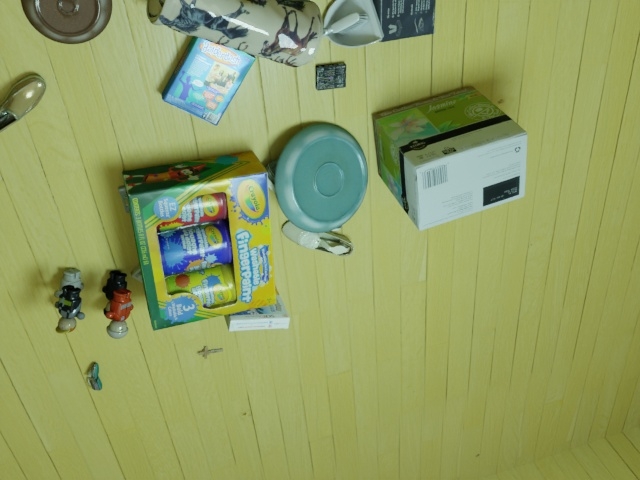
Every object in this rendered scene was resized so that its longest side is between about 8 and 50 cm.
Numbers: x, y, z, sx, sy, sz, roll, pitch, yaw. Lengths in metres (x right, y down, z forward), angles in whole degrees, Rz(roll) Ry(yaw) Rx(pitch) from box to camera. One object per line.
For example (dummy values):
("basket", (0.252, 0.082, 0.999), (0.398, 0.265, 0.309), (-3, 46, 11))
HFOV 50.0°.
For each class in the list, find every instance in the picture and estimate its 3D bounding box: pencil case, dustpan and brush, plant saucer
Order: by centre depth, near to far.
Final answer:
("plant saucer", (-0.578, -0.541, 1.568), (0.199, 0.036, 0.198), (-10, 126, -13))
("pencil case", (-0.204, -0.543, 1.627), (0.411, 0.183, 0.160), (11, 138, -26))
("dustpan and brush", (0.041, -0.547, 1.771), (0.211, 0.147, 0.060), (-18, 180, 31))
("plant saucer", (0.017, -0.174, 1.966), (0.318, 0.044, 0.317), (-8, 105, -32))

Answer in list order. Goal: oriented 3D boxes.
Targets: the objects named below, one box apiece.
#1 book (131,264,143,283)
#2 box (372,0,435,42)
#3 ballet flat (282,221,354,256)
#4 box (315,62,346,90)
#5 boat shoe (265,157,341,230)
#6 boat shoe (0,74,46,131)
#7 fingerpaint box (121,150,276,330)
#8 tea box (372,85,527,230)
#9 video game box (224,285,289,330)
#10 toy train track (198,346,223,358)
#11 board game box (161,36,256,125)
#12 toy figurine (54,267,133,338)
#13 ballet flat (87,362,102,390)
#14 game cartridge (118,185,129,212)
("book", (-0.483, 0.110, 2.068), (0.096, 0.035, 0.144), (-39, 128, 13))
("box", (0.210, -0.613, 1.781), (0.158, 0.093, 0.155), (-13, 127, -14))
("ballet flat", (0.000, 0.000, 2.143), (0.249, 0.086, 0.086), (15, 117, -29))
("box", (0.029, -0.448, 1.876), (0.083, 0.018, 0.067), (-11, 127, -14))
("boat shoe", (-0.031, -0.136, 2.014), (0.319, 0.116, 0.099), (35, 110, -30))
("boat shoe", (-0.730, -0.315, 1.645), (0.190, 0.072, 0.068), (-42, 127, 10))
("fingerpaint box", (-0.330, 0.004, 1.942), (0.371, 0.163, 0.444), (-11, 123, -17))
("tea box", (0.360, -0.242, 1.953), (0.329, 0.323, 0.219), (-18, 129, -9))
("video game box", (-0.211, 0.199, 2.124), (0.187, 0.205, 0.048), (2, 121, -23))
("toy train track", (-0.369, 0.372, 2.310), (0.083, 0.014, 0.048), (-5, 118, -25))
("board game box", (-0.287, -0.419, 1.757), (0.160, 0.047, 0.210), (23, 113, -32))
("toy figurine", (-0.642, 0.180, 1.941), (0.210, 0.213, 0.148), (4, 108, -24))
("ballet flat", (-0.729, 0.439, 2.204), (0.041, 0.041, 0.114), (-8, 125, -16))
("game cartridge", (-0.522, -0.117, 1.902), (0.056, 0.017, 0.083), (-18, 128, -13))
